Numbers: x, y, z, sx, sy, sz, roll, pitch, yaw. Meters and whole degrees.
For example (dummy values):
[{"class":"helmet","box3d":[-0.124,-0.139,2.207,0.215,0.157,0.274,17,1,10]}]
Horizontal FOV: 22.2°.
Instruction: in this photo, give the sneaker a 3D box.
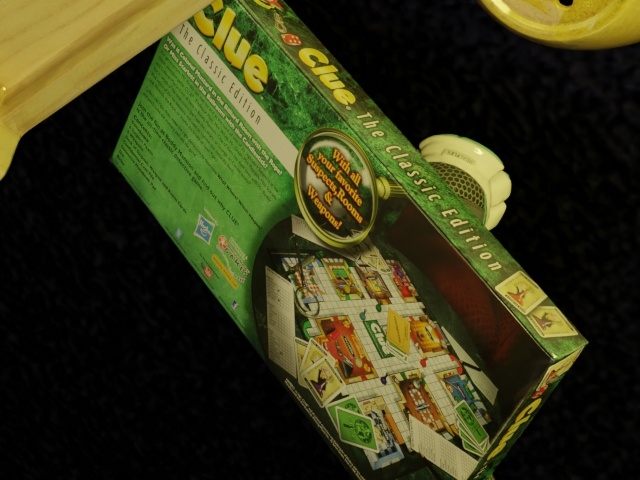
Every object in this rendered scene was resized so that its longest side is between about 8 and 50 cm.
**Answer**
[{"class":"sneaker","box3d":[0.039,0.032,0.780,0.065,0.076,0.166,19,125,15]}]

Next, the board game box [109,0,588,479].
[{"class":"board game box","box3d":[0.000,0.000,0.738,0.259,0.030,0.136,51,134,25]}]

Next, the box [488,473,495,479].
[{"class":"box","box3d":[0.072,0.159,0.876,0.067,0.018,0.083,-13,112,31]}]

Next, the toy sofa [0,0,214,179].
[{"class":"toy sofa","box3d":[-0.068,-0.190,0.673,0.362,0.177,0.150,-29,127,34]}]

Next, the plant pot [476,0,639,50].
[{"class":"plant pot","box3d":[0.103,-0.128,0.642,0.134,0.095,0.134,11,122,18]}]
